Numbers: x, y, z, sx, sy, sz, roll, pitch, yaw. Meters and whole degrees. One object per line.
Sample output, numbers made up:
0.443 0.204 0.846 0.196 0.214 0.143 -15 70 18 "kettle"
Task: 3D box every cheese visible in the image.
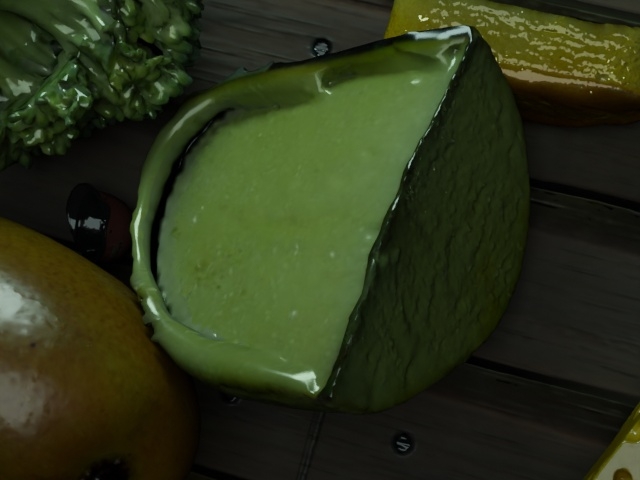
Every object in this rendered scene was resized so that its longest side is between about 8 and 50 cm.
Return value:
0.256 0.207 1.075 0.171 0.093 0.126 -32 82 8 "cheese"

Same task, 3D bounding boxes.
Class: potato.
0.000 0.000 1.097 0.280 0.213 0.330 10 70 34 "potato"

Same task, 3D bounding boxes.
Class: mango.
-0.269 0.098 1.097 0.378 0.264 0.221 37 86 27 "mango"

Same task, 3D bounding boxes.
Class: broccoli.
-0.303 -0.218 1.117 0.277 0.317 0.338 -55 45 11 "broccoli"

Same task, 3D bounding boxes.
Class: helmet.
-0.199 -0.016 1.190 0.065 0.049 0.084 -55 49 36 "helmet"

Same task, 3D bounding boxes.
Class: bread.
0.175 -0.157 1.107 0.246 0.102 0.094 12 86 9 "bread"

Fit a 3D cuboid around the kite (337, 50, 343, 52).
0.058 -0.177 1.178 0.078 0.002 0.044 25 91 10 "kite"
